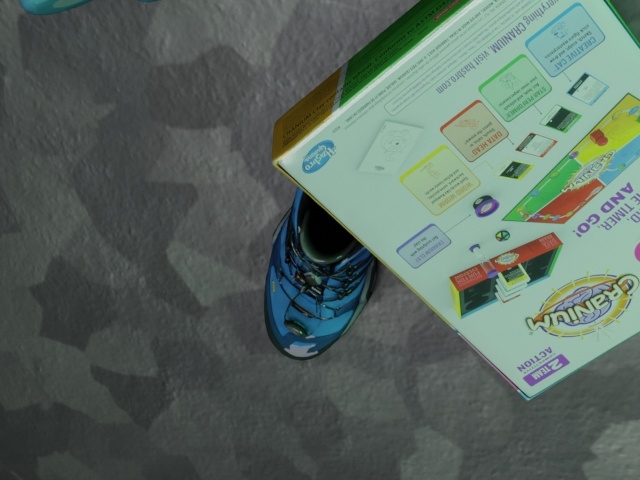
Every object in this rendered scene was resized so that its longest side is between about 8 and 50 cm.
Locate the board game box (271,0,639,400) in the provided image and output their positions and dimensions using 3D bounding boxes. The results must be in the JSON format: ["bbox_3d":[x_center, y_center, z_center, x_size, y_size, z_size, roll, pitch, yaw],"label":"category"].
[{"bbox_3d":[0.158,-0.042,0.680,0.242,0.064,0.316,-36,118,21],"label":"board game box"}]

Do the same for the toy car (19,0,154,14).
[{"bbox_3d":[-0.252,-0.283,0.778,0.238,0.210,0.219,-17,96,43],"label":"toy car"}]

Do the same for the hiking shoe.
[{"bbox_3d":[0.000,0.000,0.827,0.113,0.132,0.304,27,122,11],"label":"hiking shoe"}]
